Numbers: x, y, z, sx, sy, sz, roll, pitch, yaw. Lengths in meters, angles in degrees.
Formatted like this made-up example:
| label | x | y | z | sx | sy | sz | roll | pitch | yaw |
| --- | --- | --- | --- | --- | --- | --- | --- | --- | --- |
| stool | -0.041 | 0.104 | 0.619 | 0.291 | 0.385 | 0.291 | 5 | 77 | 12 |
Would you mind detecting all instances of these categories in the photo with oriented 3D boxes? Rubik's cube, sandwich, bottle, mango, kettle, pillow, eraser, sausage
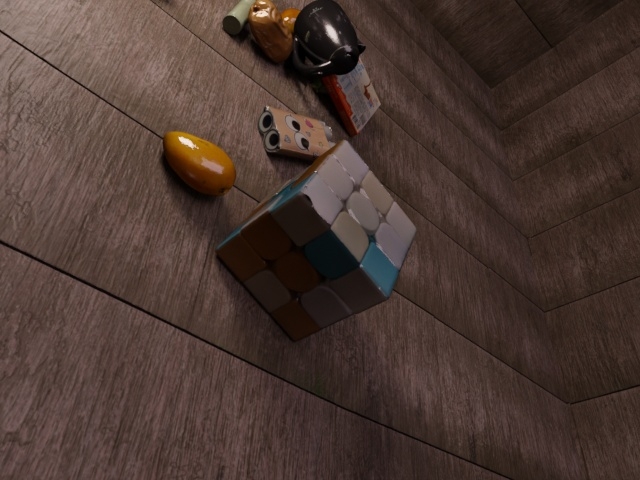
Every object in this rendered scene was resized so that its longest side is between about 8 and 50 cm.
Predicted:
| label | x | y | z | sx | sy | sz | roll | pitch | yaw |
| --- | --- | --- | --- | --- | --- | --- | --- | --- | --- |
| Rubik's cube | 0.000 | 0.000 | 1.470 | 0.347 | 0.344 | 0.346 | 52 | 37 | -11 |
| sandwich | 0.020 | -0.688 | 2.251 | 0.245 | 0.063 | 0.212 | -7 | 66 | -52 |
| bottle | -0.286 | -0.808 | 1.959 | 0.072 | 0.072 | 0.201 | 43 | 38 | -21 |
| mango | -0.323 | -0.207 | 1.443 | 0.219 | 0.112 | 0.144 | 36 | 40 | -10 |
| kettle | 0.016 | -0.720 | 2.045 | 0.207 | 0.268 | 0.290 | 64 | 1 | -58 |
| pillow | -0.097 | -0.709 | 2.130 | 0.090 | 0.048 | 0.150 | 33 | 44 | -34 |
| eraser | -0.071 | -0.350 | 1.861 | 0.291 | 0.087 | 0.171 | 2 | 64 | -49 |
| sausage | -0.181 | -0.756 | 1.973 | 0.241 | 0.120 | 0.136 | 51 | 31 | -51 |
| mango | -0.078 | -0.855 | 2.205 | 0.253 | 0.113 | 0.138 | 0 | 65 | -52 |

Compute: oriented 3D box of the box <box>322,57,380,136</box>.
| label | x | y | z | sx | sy | sz | roll | pitch | yaw |
| --- | --- | --- | --- | --- | --- | --- | --- | --- | --- |
| box | 0.131 | -0.607 | 2.228 | 0.273 | 0.048 | 0.265 | 60 | 44 | -26 |
